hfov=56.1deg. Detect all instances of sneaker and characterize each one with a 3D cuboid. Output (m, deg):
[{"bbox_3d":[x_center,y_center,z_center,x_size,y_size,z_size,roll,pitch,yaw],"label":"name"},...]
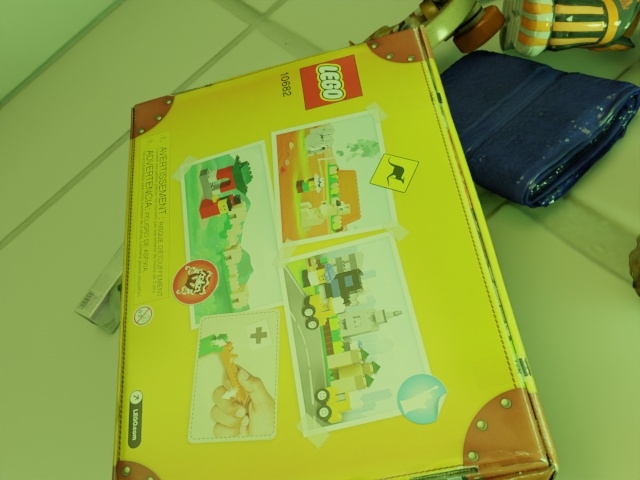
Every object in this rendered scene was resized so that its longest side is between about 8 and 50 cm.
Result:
[{"bbox_3d":[0.378,-0.338,0.910,0.180,0.124,0.321,3,32,5],"label":"sneaker"}]

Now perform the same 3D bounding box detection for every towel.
[{"bbox_3d":[0.267,-0.170,0.877,0.228,0.076,0.308,-40,41,-9],"label":"towel"}]

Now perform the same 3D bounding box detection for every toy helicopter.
[{"bbox_3d":[0.133,-0.340,1.048,0.235,0.140,0.355,-46,19,-2],"label":"toy helicopter"}]

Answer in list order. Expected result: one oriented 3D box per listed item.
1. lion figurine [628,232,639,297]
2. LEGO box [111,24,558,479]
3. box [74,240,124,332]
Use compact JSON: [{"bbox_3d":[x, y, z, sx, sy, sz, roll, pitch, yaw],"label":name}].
[{"bbox_3d":[0.382,0.121,0.482,0.240,0.142,0.392,-42,34,54],"label":"lion figurine"},{"bbox_3d":[-0.007,0.041,0.671,0.373,0.193,0.500,-12,59,8],"label":"LEGO box"},{"bbox_3d":[-0.346,0.023,1.167,0.067,0.063,0.324,12,63,40],"label":"box"}]
